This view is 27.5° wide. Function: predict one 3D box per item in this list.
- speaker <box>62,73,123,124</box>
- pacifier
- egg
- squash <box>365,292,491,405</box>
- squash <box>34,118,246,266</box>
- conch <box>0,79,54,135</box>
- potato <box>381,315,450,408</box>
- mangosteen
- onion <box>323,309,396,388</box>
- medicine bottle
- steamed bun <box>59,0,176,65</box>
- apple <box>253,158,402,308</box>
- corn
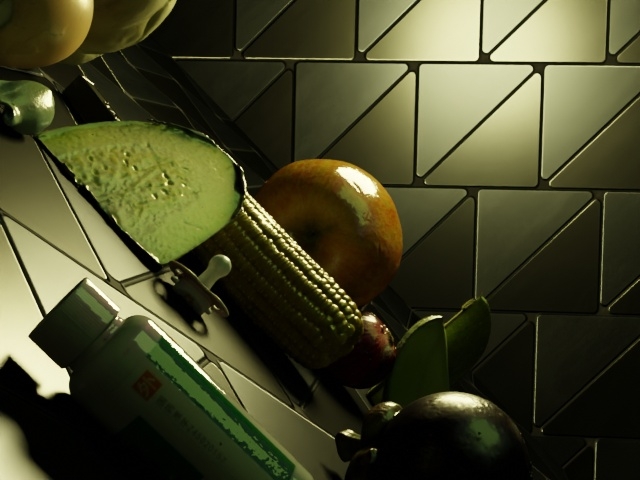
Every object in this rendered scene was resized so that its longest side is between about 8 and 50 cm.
[{"bbox_3d":[-0.326,-0.177,1.988,0.191,0.046,0.040,50,8,33],"label":"speaker"},{"bbox_3d":[-0.143,0.049,1.629,0.099,0.078,0.081,44,-15,-11],"label":"pacifier"},{"bbox_3d":[-0.402,-0.329,1.728,0.201,0.201,0.244,51,6,35],"label":"egg"},{"bbox_3d":[0.203,0.196,2.182,0.093,0.252,0.169,48,6,5],"label":"squash"},{"bbox_3d":[-0.214,-0.091,1.719,0.237,0.155,0.204,48,4,9],"label":"squash"},{"bbox_3d":[-0.365,-0.172,1.601,0.088,0.065,0.180,47,12,-3],"label":"conch"},{"bbox_3d":[0.147,0.211,2.072,0.119,0.198,0.054,3,9,-27],"label":"potato"},{"bbox_3d":[0.121,0.269,1.531,0.250,0.211,0.211,18,-9,29],"label":"mangosteen"},{"bbox_3d":[0.053,0.167,2.012,0.131,0.131,0.131,46,6,-6],"label":"onion"},{"bbox_3d":[-0.122,0.143,1.073,0.260,0.095,0.095,47,6,-9],"label":"medicine bottle"},{"bbox_3d":[-0.374,-0.421,2.021,0.394,0.347,0.237,23,-17,20],"label":"steamed bun"},{"bbox_3d":[0.000,0.000,2.077,0.264,0.264,0.264,46,6,-6],"label":"apple"},{"bbox_3d":[-0.085,0.036,1.862,0.344,0.131,0.131,46,6,14],"label":"corn"}]
